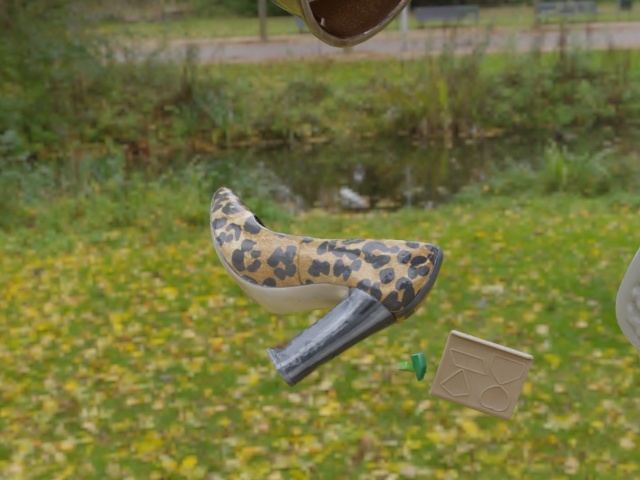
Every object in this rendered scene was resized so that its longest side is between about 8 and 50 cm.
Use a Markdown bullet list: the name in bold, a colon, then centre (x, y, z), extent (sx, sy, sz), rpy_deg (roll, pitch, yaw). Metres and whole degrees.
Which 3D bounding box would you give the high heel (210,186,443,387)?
- **high heel**: centre (0.000, 0.000, 1.119), extent (0.186, 0.093, 0.261), rpy_deg (-34, 50, 5)

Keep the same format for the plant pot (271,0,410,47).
- **plant pot**: centre (-0.026, -0.216, 0.633), extent (0.165, 0.167, 0.167), rpy_deg (29, 26, 23)

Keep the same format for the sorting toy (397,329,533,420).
- **sorting toy**: centre (0.095, 0.085, 0.768), extent (0.083, 0.062, 0.012), rpy_deg (18, 36, 6)

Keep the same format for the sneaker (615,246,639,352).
- **sneaker**: centre (0.267, -0.052, 0.640), extent (0.126, 0.321, 0.127), rpy_deg (38, 57, 14)
